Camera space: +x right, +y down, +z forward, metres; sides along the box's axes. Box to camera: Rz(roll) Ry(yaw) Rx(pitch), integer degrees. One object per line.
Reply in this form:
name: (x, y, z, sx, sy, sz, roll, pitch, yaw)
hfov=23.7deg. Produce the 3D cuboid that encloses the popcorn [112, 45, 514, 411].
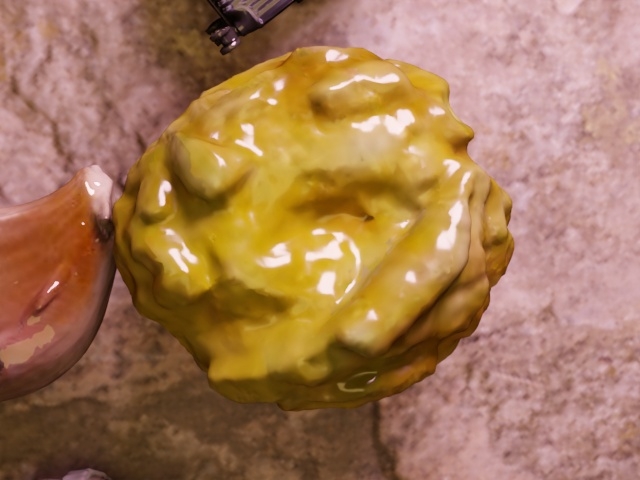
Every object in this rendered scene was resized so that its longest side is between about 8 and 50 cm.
popcorn: (-0.001, -0.002, 0.771, 0.198, 0.155, 0.197, 0, 89, 5)

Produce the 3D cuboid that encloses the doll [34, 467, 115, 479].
doll: (-0.133, 0.169, 0.834, 0.127, 0.073, 0.084, -4, 137, -4)

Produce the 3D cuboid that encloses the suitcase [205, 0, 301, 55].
suitcase: (-0.024, -0.163, 0.770, 0.126, 0.059, 0.086, -39, 108, 1)

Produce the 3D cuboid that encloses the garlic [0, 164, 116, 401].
garlic: (-0.203, 0.018, 0.778, 0.198, 0.090, 0.128, 6, 95, 5)
